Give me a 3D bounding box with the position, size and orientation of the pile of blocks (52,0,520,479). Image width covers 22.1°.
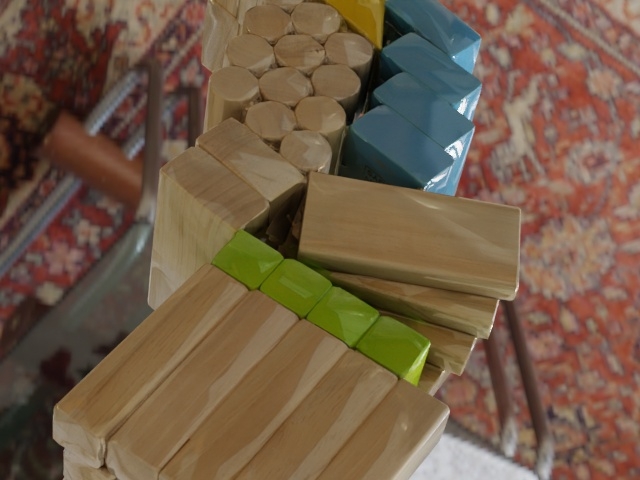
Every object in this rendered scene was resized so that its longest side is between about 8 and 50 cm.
[{"bbox_3d":[0.000,0.000,0.669,0.149,0.362,0.113,12,140,0],"label":"pile of blocks"}]
